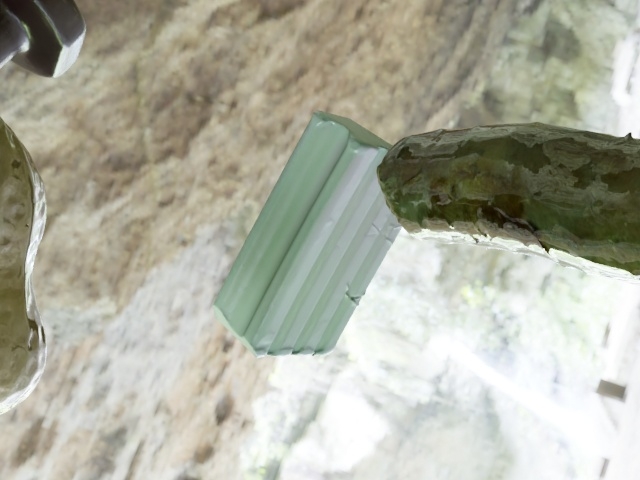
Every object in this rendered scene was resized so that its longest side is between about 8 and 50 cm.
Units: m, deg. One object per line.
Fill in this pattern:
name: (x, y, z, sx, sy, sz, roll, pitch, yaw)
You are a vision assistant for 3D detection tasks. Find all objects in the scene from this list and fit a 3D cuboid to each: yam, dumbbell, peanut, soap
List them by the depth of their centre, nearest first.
yam: (0.144, -0.017, 0.511, 0.067, 0.317, 0.071, 28, -101, -36)
dumbbell: (-0.301, -0.130, 0.868, 0.225, 0.124, 0.140, -52, 5, -25)
peanut: (-0.321, 0.018, 1.005, 0.149, 0.149, 0.313, -41, -49, -73)
soap: (0.000, 0.000, 1.310, 0.173, 0.095, 0.289, 6, -63, -54)
